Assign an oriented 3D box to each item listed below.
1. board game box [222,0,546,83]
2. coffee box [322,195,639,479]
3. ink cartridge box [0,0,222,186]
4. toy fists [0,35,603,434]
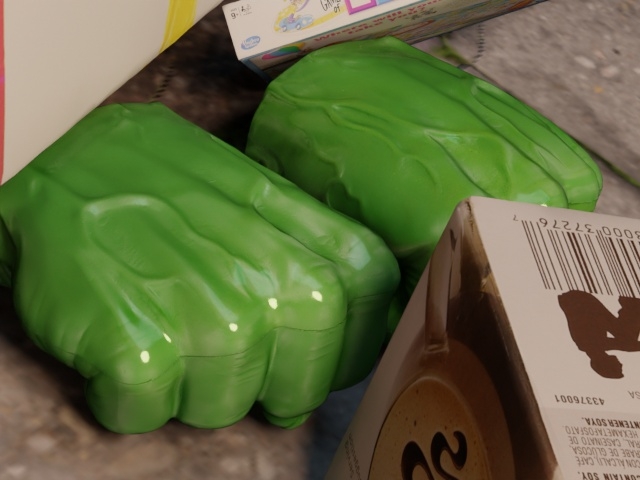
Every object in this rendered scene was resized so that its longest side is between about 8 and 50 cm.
[{"bbox_3d":[0.040,-0.111,0.876,0.154,0.103,0.026,-17,85,6],"label":"board game box"},{"bbox_3d":[0.099,0.150,0.594,0.119,0.168,0.297,7,41,-20],"label":"coffee box"},{"bbox_3d":[-0.190,-0.163,0.771,0.279,0.160,0.385,16,35,19],"label":"ink cartridge box"},{"bbox_3d":[0.000,0.000,0.781,0.279,0.096,0.142,-18,38,-42],"label":"toy fists"}]
